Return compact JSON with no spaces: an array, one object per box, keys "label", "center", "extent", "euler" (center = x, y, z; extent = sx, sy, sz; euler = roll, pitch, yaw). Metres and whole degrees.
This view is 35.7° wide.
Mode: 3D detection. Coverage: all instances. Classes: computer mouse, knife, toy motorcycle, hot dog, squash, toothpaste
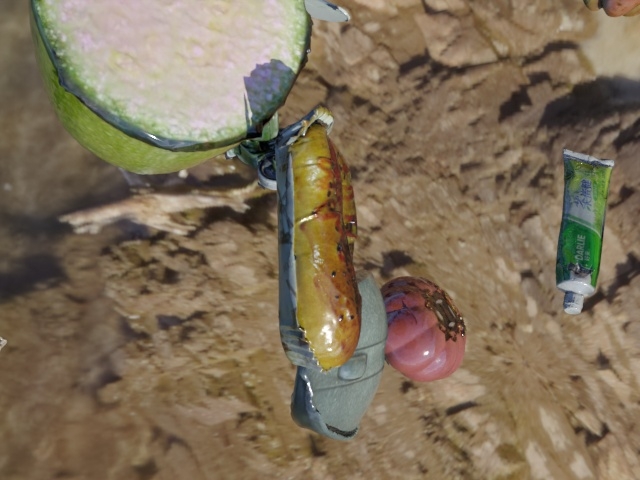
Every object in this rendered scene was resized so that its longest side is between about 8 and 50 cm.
[{"label":"computer mouse","center":[0.029,0.133,1.269],"extent":[0.114,0.374,0.203],"euler":[9,97,1]},{"label":"knife","center":[-0.076,-0.360,1.421],"extent":[0.336,0.081,0.043],"euler":[36,84,33]},{"label":"toy motorcycle","center":[-0.115,-0.224,1.745],"extent":[0.127,0.205,0.275],"euler":[-29,52,-25]},{"label":"hot dog","center":[0.000,0.000,1.007],"extent":[0.082,0.162,0.270],"euler":[-3,82,5]},{"label":"squash","center":[-0.212,-0.210,1.140],"extent":[0.310,0.309,0.310],"euler":[7,75,-28]},{"label":"toothpaste","center":[0.358,-0.015,1.366],"extent":[0.078,0.047,0.248],"euler":[13,64,1]}]

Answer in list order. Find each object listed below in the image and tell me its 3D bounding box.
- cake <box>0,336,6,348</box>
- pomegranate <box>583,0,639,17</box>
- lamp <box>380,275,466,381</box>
[{"label":"cake","center":[-0.387,0.134,1.108],"extent":[0.052,0.121,0.065],"euler":[39,83,-18]},{"label":"pomegranate","center":[0.235,-0.242,0.618],"extent":[0.214,0.214,0.248],"euler":[33,131,13]},{"label":"lamp","center":[0.153,0.146,1.608],"extent":[0.140,0.182,0.182],"euler":[-32,77,29]}]
